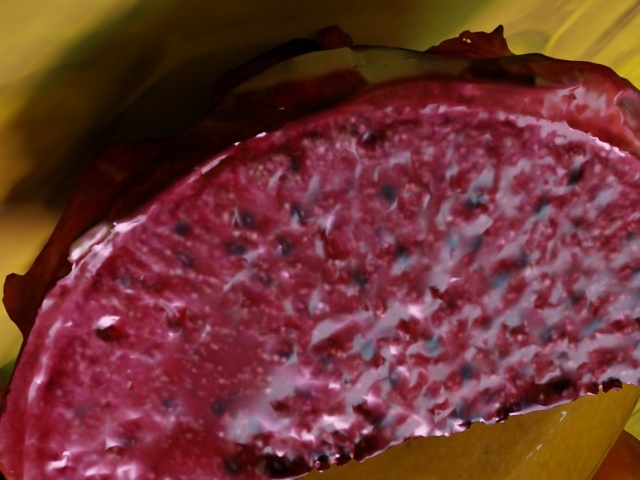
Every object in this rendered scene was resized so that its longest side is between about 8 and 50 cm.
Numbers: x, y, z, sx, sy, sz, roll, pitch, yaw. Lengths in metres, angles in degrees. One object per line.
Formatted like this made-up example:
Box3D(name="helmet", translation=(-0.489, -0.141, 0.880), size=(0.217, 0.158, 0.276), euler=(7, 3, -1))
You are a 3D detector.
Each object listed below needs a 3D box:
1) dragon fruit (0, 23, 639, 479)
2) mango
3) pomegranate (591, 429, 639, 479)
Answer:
Box3D(name="dragon fruit", translation=(-0.003, -0.011, 0.586), size=(0.274, 0.126, 0.161), euler=(-15, -160, -2))
Box3D(name="mango", translation=(0.079, 0.152, 1.095), size=(0.331, 0.142, 0.195), euler=(-41, 152, -7))
Box3D(name="pomegranate", translation=(0.213, 0.257, 1.545), size=(0.209, 0.209, 0.209), euler=(-31, 163, -11))
